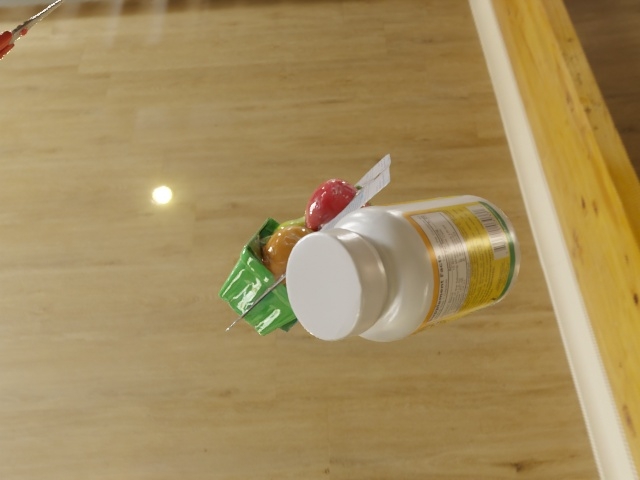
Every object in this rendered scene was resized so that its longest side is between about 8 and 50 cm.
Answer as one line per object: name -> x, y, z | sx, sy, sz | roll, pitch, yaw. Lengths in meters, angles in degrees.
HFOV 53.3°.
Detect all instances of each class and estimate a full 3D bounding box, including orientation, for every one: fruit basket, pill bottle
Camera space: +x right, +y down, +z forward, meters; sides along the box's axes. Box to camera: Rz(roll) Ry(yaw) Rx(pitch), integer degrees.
fruit basket -> 0.000, 0.000, 1.107 | 0.353, 0.327, 0.165 | -38, -82, 13
pill bottle -> 0.076, 0.024, 0.567 | 0.208, 0.117, 0.117 | -10, -133, -43

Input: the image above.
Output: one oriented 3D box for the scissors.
scissors -> -0.493, -0.330, 1.023 | 0.021, 0.109, 0.297 | 42, -104, -5
